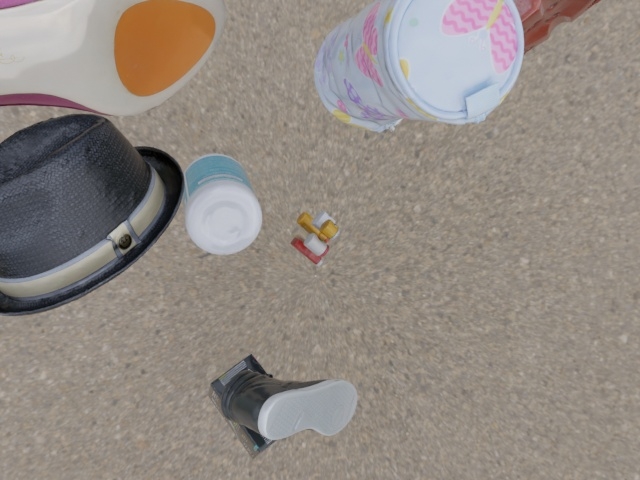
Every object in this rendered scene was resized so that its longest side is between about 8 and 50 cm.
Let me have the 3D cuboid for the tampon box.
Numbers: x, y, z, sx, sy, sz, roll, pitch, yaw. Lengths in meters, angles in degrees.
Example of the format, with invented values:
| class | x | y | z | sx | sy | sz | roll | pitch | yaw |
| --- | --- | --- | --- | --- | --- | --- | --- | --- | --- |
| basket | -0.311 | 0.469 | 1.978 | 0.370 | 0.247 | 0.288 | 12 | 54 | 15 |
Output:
| class | x | y | z | sx | sy | sz | roll | pitch | yaw |
| --- | --- | --- | --- | --- | --- | --- | --- | --- | --- |
| tampon box | -0.133 | 0.326 | 1.238 | 0.101 | 0.120 | 0.161 | -34 | 77 | -24 |

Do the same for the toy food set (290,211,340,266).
| class | x | y | z | sx | sy | sz | roll | pitch | yaw |
| --- | --- | --- | --- | --- | --- | --- | --- | --- | --- |
| toy food set | 0.000 | 0.000 | 1.634 | 0.104 | 0.232 | 0.111 | 41 | 79 | -20 |

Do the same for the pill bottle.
| class | x | y | z | sx | sy | sz | roll | pitch | yaw |
| --- | --- | --- | --- | --- | --- | --- | --- | --- | --- |
| pill bottle | -0.208 | -0.088 | 1.282 | 0.146 | 0.264 | 0.146 | -6 | 117 | -12 |

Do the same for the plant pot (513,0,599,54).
| class | x | y | z | sx | sy | sz | roll | pitch | yaw |
| --- | --- | --- | --- | --- | --- | --- | --- | --- | --- |
| plant pot | 0.208 | -0.371 | 0.745 | 0.272 | 0.272 | 0.265 | -31 | 85 | -2 |

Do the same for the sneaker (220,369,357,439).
| class | x | y | z | sx | sy | sz | roll | pitch | yaw |
| --- | --- | --- | --- | --- | --- | --- | --- | --- | --- |
| sneaker | -0.054 | 0.281 | 1.126 | 0.146 | 0.295 | 0.105 | 13 | 89 | 36 |

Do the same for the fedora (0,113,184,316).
| class | x | y | z | sx | sy | sz | roll | pitch | yaw |
| --- | --- | --- | --- | --- | --- | --- | --- | --- | --- |
| fedora | -0.359 | -0.063 | 0.851 | 0.333 | 0.334 | 0.153 | -21 | 131 | -2 |

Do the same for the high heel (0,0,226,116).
| class | x | y | z | sx | sy | sz | roll | pitch | yaw |
| --- | --- | --- | --- | --- | --- | --- | --- | --- | --- |
| high heel | -0.166 | -0.106 | 0.325 | 0.117 | 0.082 | 0.244 | 32 | 48 | 25 |

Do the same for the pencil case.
| class | x | y | z | sx | sy | sz | roll | pitch | yaw |
| --- | --- | --- | --- | --- | --- | --- | --- | --- | --- |
| pencil case | 0.074 | -0.163 | 0.586 | 0.113 | 0.273 | 0.124 | -11 | 100 | -11 |
